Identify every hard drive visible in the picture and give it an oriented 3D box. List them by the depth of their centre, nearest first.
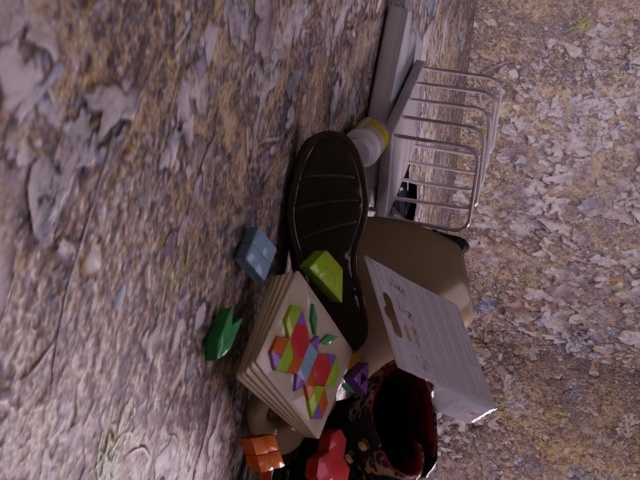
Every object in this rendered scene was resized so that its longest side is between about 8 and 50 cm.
[{"bbox_3d":[0.127,-0.231,1.727,0.233,0.047,0.353,11,90,-78],"label":"hard drive"}]

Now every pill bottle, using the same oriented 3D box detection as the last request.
[{"bbox_3d":[0.070,-0.154,1.484,0.116,0.065,0.065,-53,151,-63],"label":"pill bottle"}]

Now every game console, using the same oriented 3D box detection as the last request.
[{"bbox_3d":[0.187,-0.073,2.162,0.361,0.044,0.213,80,22,-61],"label":"game console"}]

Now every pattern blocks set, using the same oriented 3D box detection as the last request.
[{"bbox_3d":[-0.024,0.143,1.109,0.325,0.026,0.285,41,55,-49],"label":"pattern blocks set"}]

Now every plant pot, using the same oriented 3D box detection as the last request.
[{"bbox_3d":[0.148,0.085,1.541,0.284,0.191,0.284,-10,90,-87],"label":"plant pot"}]

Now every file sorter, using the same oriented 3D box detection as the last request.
[{"bbox_3d":[0.218,-0.170,1.678,0.277,0.173,0.192,-64,160,-49],"label":"file sorter"}]

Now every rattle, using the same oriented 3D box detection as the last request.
[{"bbox_3d":[-0.070,0.221,1.256,0.130,0.143,0.199,-14,136,-42],"label":"rattle"}]

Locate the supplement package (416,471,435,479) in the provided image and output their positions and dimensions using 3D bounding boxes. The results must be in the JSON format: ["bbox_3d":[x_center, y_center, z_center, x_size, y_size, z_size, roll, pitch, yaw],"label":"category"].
[{"bbox_3d":[0.102,0.509,1.673,0.177,0.175,0.293,-59,-167,18],"label":"supplement package"}]

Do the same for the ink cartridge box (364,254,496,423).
[{"bbox_3d":[0.137,0.141,1.293,0.232,0.066,0.189,23,38,-39],"label":"ink cartridge box"}]

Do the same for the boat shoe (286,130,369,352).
[{"bbox_3d":[0.000,0.000,1.251,0.104,0.111,0.307,-135,-137,-69],"label":"boat shoe"}]

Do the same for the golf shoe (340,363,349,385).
[{"bbox_3d":[0.012,0.162,1.520,0.086,0.069,0.176,69,24,-58],"label":"golf shoe"}]

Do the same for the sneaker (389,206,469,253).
[{"bbox_3d":[0.164,-0.008,1.697,0.086,0.229,0.132,-38,103,-30],"label":"sneaker"}]

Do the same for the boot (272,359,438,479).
[{"bbox_3d":[0.031,0.359,1.296,0.284,0.138,0.377,-45,-160,44],"label":"boot"}]

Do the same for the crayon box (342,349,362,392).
[{"bbox_3d":[0.090,0.182,1.837,0.323,0.083,0.203,69,35,-70],"label":"crayon box"}]
